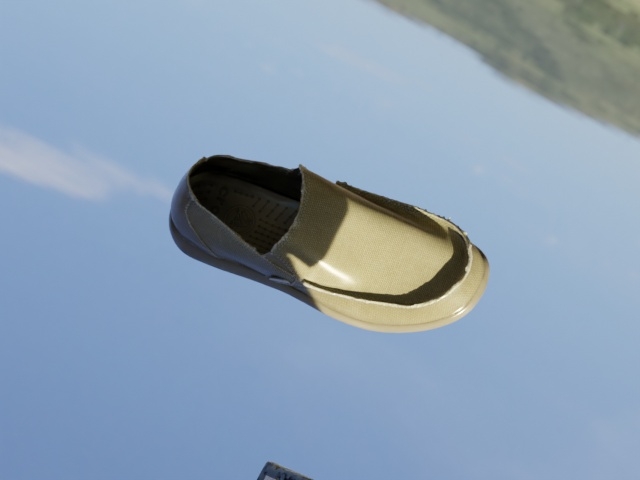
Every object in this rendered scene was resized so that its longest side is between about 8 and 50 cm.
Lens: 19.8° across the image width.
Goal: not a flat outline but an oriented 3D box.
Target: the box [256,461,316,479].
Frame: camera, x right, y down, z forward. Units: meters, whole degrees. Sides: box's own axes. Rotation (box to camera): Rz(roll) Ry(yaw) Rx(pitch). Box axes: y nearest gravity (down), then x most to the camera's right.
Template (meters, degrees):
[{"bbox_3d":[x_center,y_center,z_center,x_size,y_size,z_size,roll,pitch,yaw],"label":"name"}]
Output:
[{"bbox_3d":[0.062,0.124,0.543,0.114,0.036,0.207,34,169,-24],"label":"box"}]

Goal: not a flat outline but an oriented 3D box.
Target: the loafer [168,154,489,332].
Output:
[{"bbox_3d":[0.000,0.000,0.794,0.148,0.056,0.050,12,160,12],"label":"loafer"}]
